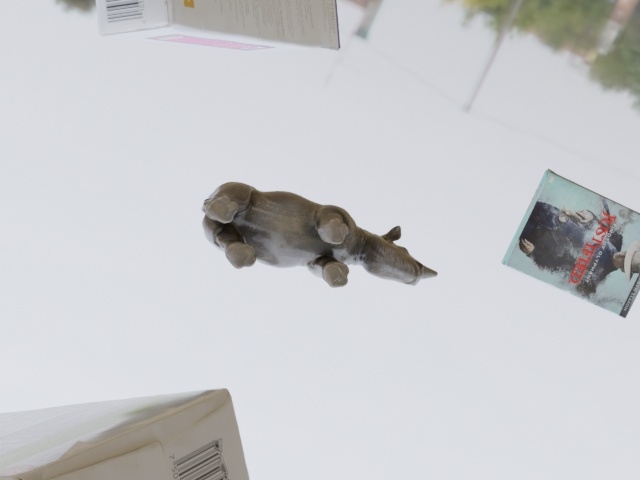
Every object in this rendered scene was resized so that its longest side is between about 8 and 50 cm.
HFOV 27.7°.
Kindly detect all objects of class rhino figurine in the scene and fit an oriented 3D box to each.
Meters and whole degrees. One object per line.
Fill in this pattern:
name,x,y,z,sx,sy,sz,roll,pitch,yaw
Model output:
rhino figurine,0.000,0.000,1.212,0.243,0.073,0.106,14,-171,-15

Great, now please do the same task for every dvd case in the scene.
dvd case,0.220,0.004,1.072,0.120,0.087,0.013,24,-174,-15

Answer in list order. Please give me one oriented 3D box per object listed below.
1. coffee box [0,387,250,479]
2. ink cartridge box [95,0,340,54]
coffee box,-0.276,0.354,1.261,0.335,0.337,0.338,-10,-177,27
ink cartridge box,-0.072,-0.241,1.026,0.069,0.175,0.371,-4,-176,21
